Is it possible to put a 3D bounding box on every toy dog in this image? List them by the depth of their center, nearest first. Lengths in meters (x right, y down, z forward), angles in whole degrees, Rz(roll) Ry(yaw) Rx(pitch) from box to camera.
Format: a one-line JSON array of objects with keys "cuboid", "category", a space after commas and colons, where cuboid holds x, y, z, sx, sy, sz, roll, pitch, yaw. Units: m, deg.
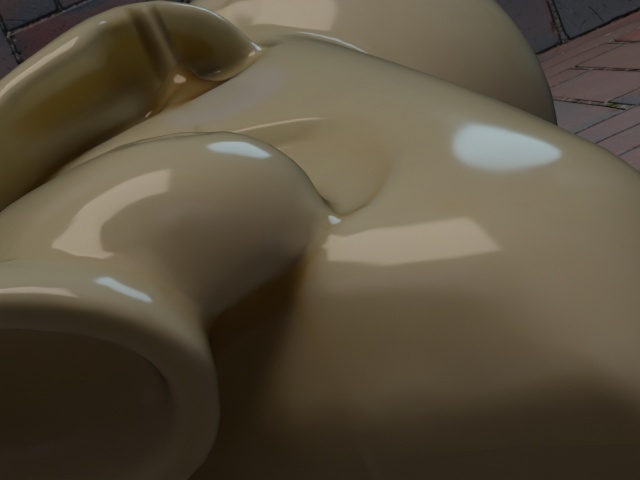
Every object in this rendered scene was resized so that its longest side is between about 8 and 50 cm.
[{"cuboid": [0.000, 0.000, 0.515, 0.395, 0.284, 0.408, -28, 24, 16], "category": "toy dog"}]
